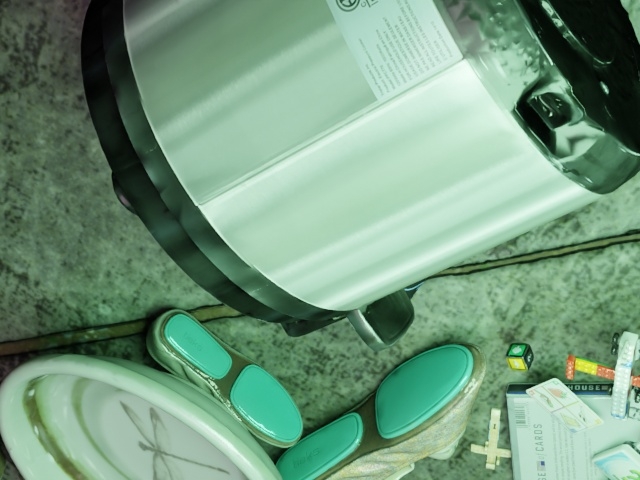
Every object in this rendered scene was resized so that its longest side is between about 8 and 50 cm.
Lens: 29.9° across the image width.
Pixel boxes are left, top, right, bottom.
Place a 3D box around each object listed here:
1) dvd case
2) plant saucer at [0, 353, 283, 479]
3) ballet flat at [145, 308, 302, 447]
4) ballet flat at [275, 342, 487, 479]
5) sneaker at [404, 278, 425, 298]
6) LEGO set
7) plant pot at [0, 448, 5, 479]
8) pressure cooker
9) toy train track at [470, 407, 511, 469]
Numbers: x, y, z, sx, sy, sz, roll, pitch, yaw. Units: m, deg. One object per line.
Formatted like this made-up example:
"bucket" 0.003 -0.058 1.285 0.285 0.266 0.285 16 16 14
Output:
"dvd case" 0.329 0.235 1.306 0.239 0.029 0.179 -1 118 15
"plant saucer" -0.179 0.255 1.366 0.400 0.100 0.400 19 137 19
"ballet flat" -0.110 0.159 1.363 0.213 0.072 0.068 42 146 -9
"ballet flat" 0.085 0.214 1.329 0.106 0.107 0.316 34 128 -29
"sneaker" 0.000 0.000 1.231 0.232 0.081 0.090 19 113 2
"LEGO set" 0.300 0.180 1.204 0.244 0.060 0.182 42 140 -11
"plant pot" -0.502 0.243 1.433 0.215 0.215 0.230 -37 118 28
"pressure cooker" 0.011 -0.137 0.978 0.420 0.370 0.375 -27 142 28
"toy train track" 0.194 0.225 1.344 0.048 0.014 0.083 6 118 10
